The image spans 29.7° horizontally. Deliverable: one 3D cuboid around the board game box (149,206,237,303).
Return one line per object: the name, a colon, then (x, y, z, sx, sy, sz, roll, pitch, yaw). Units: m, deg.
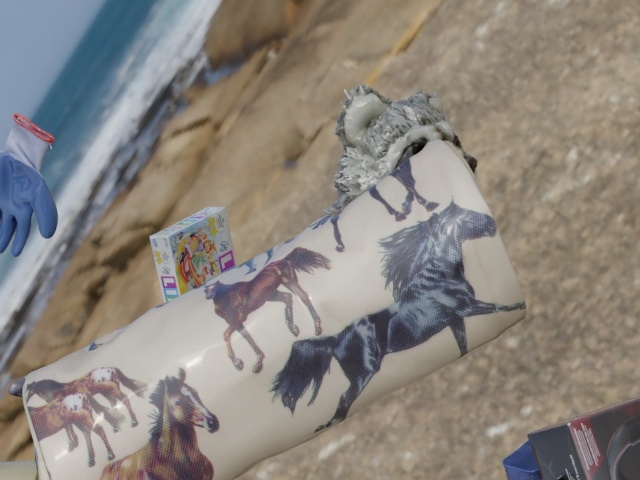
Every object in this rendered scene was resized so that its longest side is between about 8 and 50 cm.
board game box: (-0.126, 0.052, 1.293, 0.026, 0.154, 0.103, 0, 19, 32)

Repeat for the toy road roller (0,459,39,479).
toy road roller: (-0.383, 0.448, 1.467, 0.240, 0.202, 0.330, 81, -174, -67)

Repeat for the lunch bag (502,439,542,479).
lunch bag: (0.314, 0.331, 1.734, 0.098, 0.065, 0.067, -27, 23, -36)

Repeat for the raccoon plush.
raccoon plush: (0.000, 0.000, 1.437, 0.446, 0.299, 0.216, -16, -6, 26)

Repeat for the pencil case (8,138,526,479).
pencil case: (-0.030, 0.080, 0.939, 0.410, 0.160, 0.183, -30, 11, -4)

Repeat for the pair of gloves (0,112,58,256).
pair of gloves: (-0.342, -0.076, 1.209, 0.159, 0.198, 0.023, -64, -7, 30)

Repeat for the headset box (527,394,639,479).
headset box: (0.426, 0.321, 1.603, 0.110, 0.293, 0.218, -38, 67, 63)
